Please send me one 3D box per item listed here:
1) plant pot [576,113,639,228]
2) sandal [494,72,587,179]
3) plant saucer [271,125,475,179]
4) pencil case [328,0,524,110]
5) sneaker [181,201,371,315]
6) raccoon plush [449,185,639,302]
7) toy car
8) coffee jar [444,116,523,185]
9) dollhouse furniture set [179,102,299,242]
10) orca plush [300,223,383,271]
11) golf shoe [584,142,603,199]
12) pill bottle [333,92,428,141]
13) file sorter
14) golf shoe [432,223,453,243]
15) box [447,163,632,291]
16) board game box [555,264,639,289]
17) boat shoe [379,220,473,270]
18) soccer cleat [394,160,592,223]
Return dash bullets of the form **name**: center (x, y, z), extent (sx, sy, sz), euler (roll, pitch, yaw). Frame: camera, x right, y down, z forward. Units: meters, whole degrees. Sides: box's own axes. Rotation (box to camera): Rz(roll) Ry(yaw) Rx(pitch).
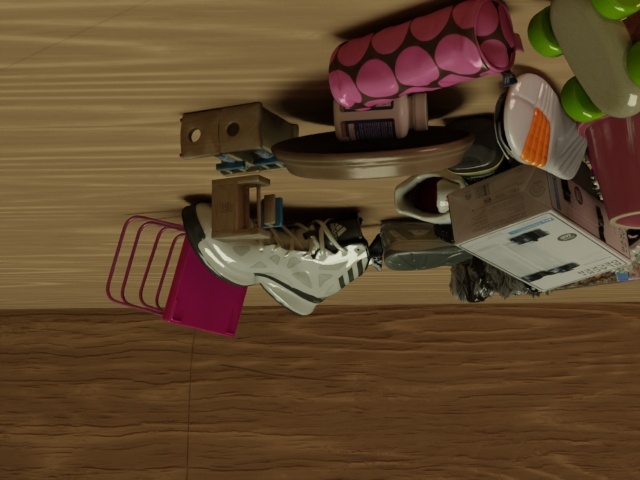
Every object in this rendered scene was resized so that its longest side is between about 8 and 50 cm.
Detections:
- **plant pot**: center (0.439, -0.114, 1.349), extent (0.201, 0.180, 0.201), euler (0, 170, 0)
- **sandal**: center (0.281, -0.145, 1.385), extent (0.076, 0.102, 0.265), euler (19, 176, 34)
- **plant saucer**: center (0.072, -0.120, 1.400), extent (0.277, 0.041, 0.278), euler (-3, -167, 1)
- **pencil case**: center (0.113, -0.199, 1.133), extent (0.209, 0.095, 0.098), euler (-6, -176, 40)
- **sneaker**: center (-0.062, -0.014, 2.087), extent (0.257, 0.169, 0.447), euler (-33, 144, 21)
- **raccoon plush**: center (0.452, -0.002, 1.969), extent (0.299, 0.216, 0.446), euler (-4, 176, -14)
- **toy car**: center (0.335, -0.220, 1.028), extent (0.188, 0.149, 0.155), euler (-28, -179, -17)
- **coffee jar**: center (0.243, -0.126, 1.548), extent (0.096, 0.079, 0.184), euler (-6, 168, 24)
- **dollhouse furniture set**: center (-0.115, -0.083, 1.471), extent (0.128, 0.184, 0.129), euler (-5, 169, 24)
- **orca plush**: center (0.000, 0.000, 2.298), extent (0.287, 0.102, 0.151), euler (-8, 124, 14)
- **golf shoe**: center (0.509, -0.114, 1.620), extent (0.140, 0.115, 0.306), euler (-24, 162, 27)
- **pill bottle**: center (0.080, -0.166, 1.355), extent (0.120, 0.067, 0.067), euler (-2, 169, 10)
- **file sorter**: center (-0.298, 0.074, 2.211), extent (0.182, 0.202, 0.290), euler (13, 174, 24)
- **golf shoe**: center (0.331, -0.026, 2.109), extent (0.198, 0.077, 0.094), euler (-4, 169, 26)
- **box**: center (0.344, -0.016, 1.595), extent (0.169, 0.087, 0.290), euler (-21, 151, 32)
- **board game box**: center (0.562, 0.022, 2.125), extent (0.232, 0.141, 0.291), euler (-2, 173, -42)
- **boat shoe**: center (0.287, -0.001, 2.231), extent (0.320, 0.103, 0.118), euler (-4, 151, -10)
- **soccer cleat**: center (0.274, -0.074, 1.695), extent (0.331, 0.116, 0.143), euler (-6, -178, 34)
